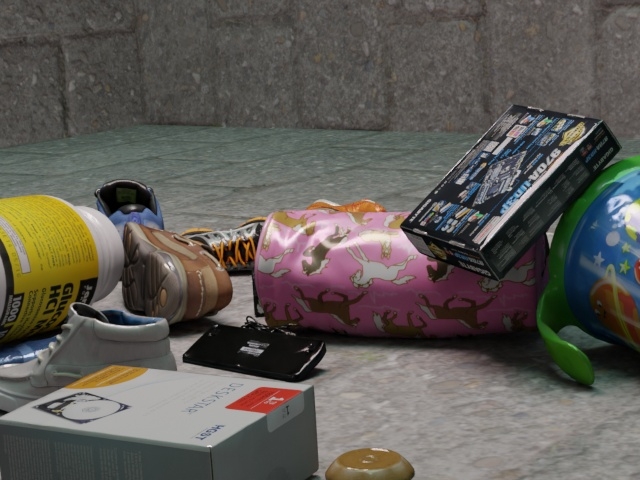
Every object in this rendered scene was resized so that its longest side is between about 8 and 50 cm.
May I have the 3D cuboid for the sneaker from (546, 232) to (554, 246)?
[{"bbox_3d":[0.294,0.027,2.096,0.158,0.061,0.065,-2,-16,0],"label":"sneaker"}]

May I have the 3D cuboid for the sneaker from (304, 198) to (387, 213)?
[{"bbox_3d":[0.044,-0.036,2.480,0.175,0.064,0.067,-2,30,35],"label":"sneaker"}]

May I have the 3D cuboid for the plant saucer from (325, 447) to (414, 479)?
[{"bbox_3d":[0.045,0.209,1.274,0.083,0.015,0.083,-3,11,1],"label":"plant saucer"}]

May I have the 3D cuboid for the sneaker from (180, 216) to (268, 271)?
[{"bbox_3d":[-0.143,0.018,2.176,0.215,0.084,0.083,-9,11,21],"label":"sneaker"}]

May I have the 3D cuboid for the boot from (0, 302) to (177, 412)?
[{"bbox_3d":[-0.266,0.126,1.506,0.258,0.123,0.095,2,12,26],"label":"boot"}]

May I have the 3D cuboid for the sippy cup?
[{"bbox_3d":[0.409,0.044,1.532,0.240,0.305,0.224,23,10,-28],"label":"sippy cup"}]

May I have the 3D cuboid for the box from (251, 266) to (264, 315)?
[{"bbox_3d":[-0.053,0.068,1.912,0.083,0.062,0.052,-4,10,-4],"label":"box"}]

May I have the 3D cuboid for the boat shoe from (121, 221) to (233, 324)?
[{"bbox_3d":[-0.209,0.049,1.956,0.116,0.123,0.324,0,15,-21],"label":"boat shoe"}]

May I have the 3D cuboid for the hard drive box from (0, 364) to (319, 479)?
[{"bbox_3d":[-0.145,0.187,1.250,0.232,0.089,0.181,3,13,27],"label":"hard drive box"}]

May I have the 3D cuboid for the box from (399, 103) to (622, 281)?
[{"bbox_3d":[0.219,-0.062,1.610,0.220,0.051,0.175,-46,28,-13],"label":"box"}]

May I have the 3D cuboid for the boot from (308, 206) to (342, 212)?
[{"bbox_3d":[0.000,0.000,2.241,0.198,0.077,0.137,3,17,34],"label":"boot"}]

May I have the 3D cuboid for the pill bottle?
[{"bbox_3d":[-0.407,0.037,1.815,0.188,0.188,0.334,2,7,24],"label":"pill bottle"}]

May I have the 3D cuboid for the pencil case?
[{"bbox_3d":[0.104,0.036,1.756,0.386,0.160,0.167,-2,25,16],"label":"pencil case"}]

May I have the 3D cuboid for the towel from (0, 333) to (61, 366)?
[{"bbox_3d":[-0.360,0.143,1.701,0.119,0.029,0.067,-8,13,-24],"label":"towel"}]

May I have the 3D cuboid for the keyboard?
[{"bbox_3d":[-0.070,0.139,1.668,0.192,0.038,0.100,7,38,39],"label":"keyboard"}]

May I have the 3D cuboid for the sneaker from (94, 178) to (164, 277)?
[{"bbox_3d":[-0.313,-0.036,2.311,0.130,0.147,0.330,-6,11,-14],"label":"sneaker"}]
